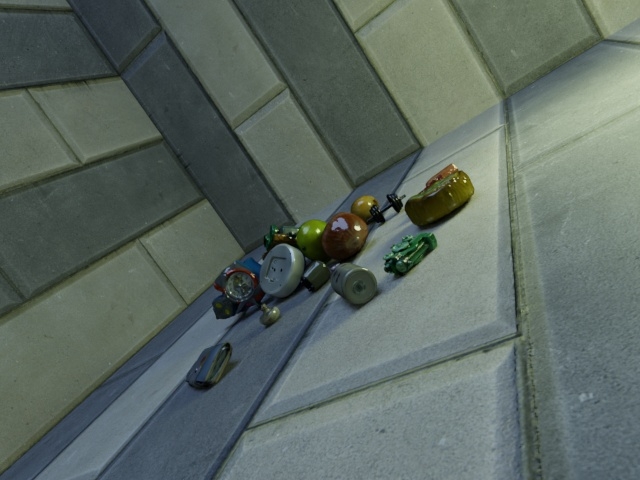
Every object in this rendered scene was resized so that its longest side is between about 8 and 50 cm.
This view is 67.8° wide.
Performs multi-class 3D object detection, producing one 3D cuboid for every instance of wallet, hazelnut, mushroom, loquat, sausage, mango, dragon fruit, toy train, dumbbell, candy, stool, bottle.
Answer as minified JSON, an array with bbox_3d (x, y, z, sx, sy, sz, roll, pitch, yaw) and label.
[{"bbox_3d":[-0.389,0.440,1.665,0.231,0.069,0.170,-27,29,56],"label":"wallet"},{"bbox_3d":[0.102,-0.014,1.973,0.214,0.176,0.215,-37,36,33],"label":"hazelnut"},{"bbox_3d":[-0.201,0.276,1.807,0.085,0.079,0.085,-37,12,9],"label":"mushroom"},{"bbox_3d":[0.220,-0.152,2.365,0.163,0.137,0.163,-40,20,18],"label":"loquat"},{"bbox_3d":[0.534,-0.271,2.124,0.169,0.065,0.065,-36,9,-4],"label":"sausage"},{"bbox_3d":[0.000,0.007,2.144,0.149,0.186,0.273,-21,-23,25],"label":"mango"},{"bbox_3d":[0.449,-0.182,1.930,0.162,0.083,0.106,-46,-11,-4],"label":"dragon fruit"},{"bbox_3d":[0.264,0.041,1.429,0.178,0.071,0.104,-39,21,-34],"label":"toy train"},{"bbox_3d":[0.300,-0.147,2.170,0.208,0.099,0.099,-34,9,0],"label":"dumbbell"},{"bbox_3d":[0.424,-0.152,1.710,0.259,0.118,0.260,-32,7,4],"label":"candy"},{"bbox_3d":[-0.020,0.139,1.845,0.110,0.096,0.096,-46,13,-28],"label":"stool"},{"bbox_3d":[-0.175,0.072,2.341,0.178,0.250,0.429,3,-19,-16],"label":"toy train"},{"bbox_3d":[0.090,0.126,1.472,0.109,0.110,0.233,-35,8,-8],"label":"bottle"}]

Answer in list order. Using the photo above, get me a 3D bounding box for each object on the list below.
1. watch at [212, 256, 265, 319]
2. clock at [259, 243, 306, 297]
[{"bbox_3d":[-0.370,0.244,2.264,0.305,0.241,0.274,-53,-4,7],"label":"watch"},{"bbox_3d":[-0.167,0.131,2.061,0.230,0.083,0.231,-25,54,40],"label":"clock"}]
